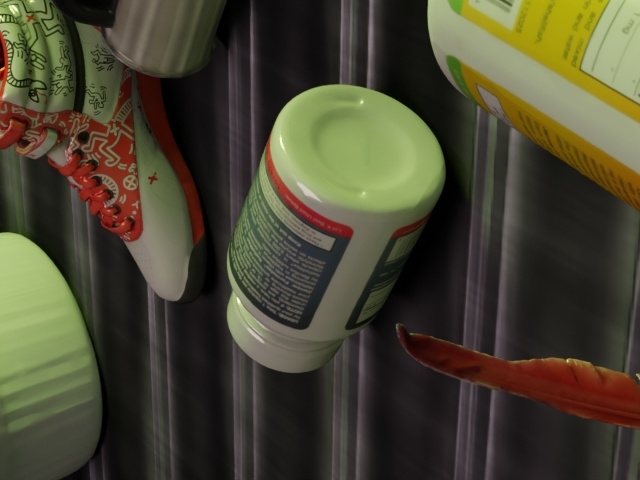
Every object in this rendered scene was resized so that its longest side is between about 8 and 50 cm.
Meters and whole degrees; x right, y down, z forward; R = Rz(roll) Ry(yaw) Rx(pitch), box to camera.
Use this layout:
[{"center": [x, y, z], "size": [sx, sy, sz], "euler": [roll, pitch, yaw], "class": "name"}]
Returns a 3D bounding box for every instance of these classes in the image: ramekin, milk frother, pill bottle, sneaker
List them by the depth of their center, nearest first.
[{"center": [0.170, -0.069, 0.642], "size": [0.245, 0.136, 0.136], "euler": [40, 136, 41], "class": "pill bottle"}, {"center": [0.000, 0.000, 0.963], "size": [0.108, 0.108, 0.180], "euler": [55, 144, 25], "class": "pill bottle"}, {"center": [-0.112, -0.214, 1.061], "size": [0.135, 0.129, 0.143], "euler": [117, 170, -48], "class": "milk frother"}, {"center": [-0.183, -0.066, 1.175], "size": [0.090, 0.145, 0.270], "euler": [4, 108, 56], "class": "sneaker"}, {"center": [-0.325, 0.125, 1.495], "size": [0.277, 0.135, 0.277], "euler": [30, 128, 47], "class": "ramekin"}]

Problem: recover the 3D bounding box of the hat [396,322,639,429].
[{"center": [0.172, 0.121, 0.686], "size": [0.208, 0.183, 0.173], "euler": [25, 125, 50], "class": "hat"}]
